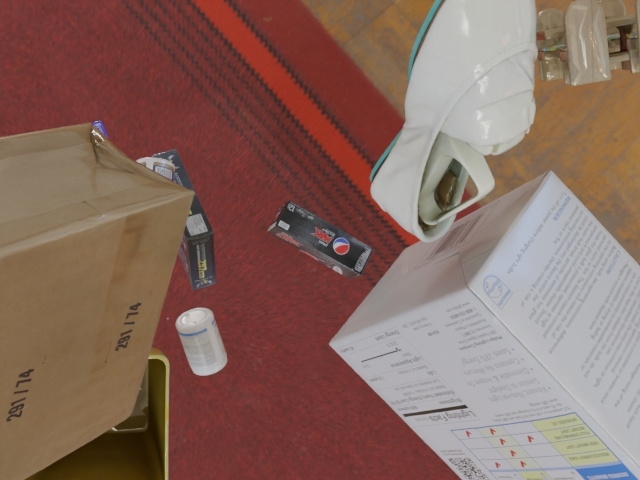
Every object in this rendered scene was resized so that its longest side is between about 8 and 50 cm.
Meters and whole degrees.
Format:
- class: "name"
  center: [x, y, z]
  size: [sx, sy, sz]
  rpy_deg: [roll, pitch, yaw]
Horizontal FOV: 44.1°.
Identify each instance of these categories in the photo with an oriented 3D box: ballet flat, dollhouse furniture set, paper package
- class: "ballet flat"
  center: [0.153, -0.120, 0.834]
  size: [0.139, 0.400, 0.139]
  rpy_deg: [4, 63, -8]
- class: "dollhouse furniture set"
  center: [0.278, -0.270, 0.947]
  size: [0.242, 0.212, 0.161]
  rpy_deg: [-8, 102, 9]
- class: "paper package"
  center: [-0.311, 0.077, 0.778]
  size: [0.168, 0.309, 0.324]
  rpy_deg: [32, 121, 22]

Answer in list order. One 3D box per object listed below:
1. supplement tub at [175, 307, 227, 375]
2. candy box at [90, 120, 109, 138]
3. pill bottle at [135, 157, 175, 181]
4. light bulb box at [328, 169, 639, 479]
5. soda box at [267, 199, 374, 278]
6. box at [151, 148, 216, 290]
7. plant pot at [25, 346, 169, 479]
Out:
- class: "supplement tub"
  center: [-0.215, 0.182, 1.430]
  size: [0.071, 0.071, 0.107]
  rpy_deg: [-19, 117, -12]
- class: "candy box"
  center: [-0.523, -0.050, 1.515]
  size: [0.317, 0.122, 0.268]
  rpy_deg: [-23, 86, -17]
- class: "pill bottle"
  center: [-0.268, -0.066, 1.259]
  size: [0.067, 0.067, 0.120]
  rpy_deg: [4, 73, -11]
- class: "light bulb box"
  center: [0.266, 0.158, 1.055]
  size: [0.361, 0.358, 0.225]
  rpy_deg: [46, 60, -6]
- class: "soda box"
  center: [0.000, 0.000, 1.326]
  size: [0.169, 0.060, 0.053]
  rpy_deg: [30, 73, -10]
- class: "box"
  center: [-0.278, -0.042, 1.617]
  size: [0.059, 0.183, 0.232]
  rpy_deg: [-17, 57, -17]
- class: "plant pot"
  center: [-0.329, 0.251, 1.172]
  size: [0.212, 0.187, 0.212]
  rpy_deg: [1, 97, -9]
